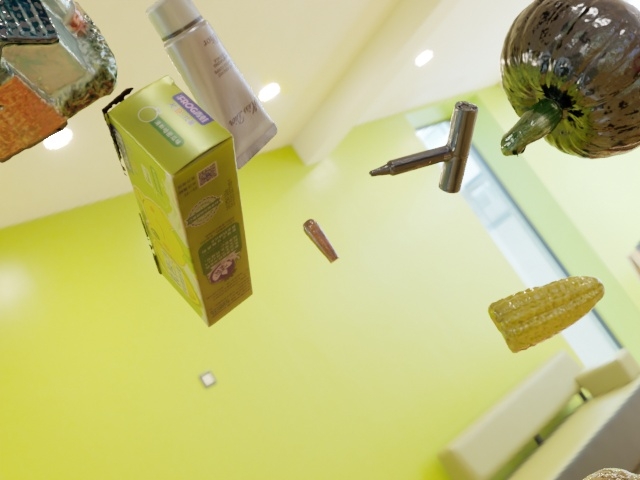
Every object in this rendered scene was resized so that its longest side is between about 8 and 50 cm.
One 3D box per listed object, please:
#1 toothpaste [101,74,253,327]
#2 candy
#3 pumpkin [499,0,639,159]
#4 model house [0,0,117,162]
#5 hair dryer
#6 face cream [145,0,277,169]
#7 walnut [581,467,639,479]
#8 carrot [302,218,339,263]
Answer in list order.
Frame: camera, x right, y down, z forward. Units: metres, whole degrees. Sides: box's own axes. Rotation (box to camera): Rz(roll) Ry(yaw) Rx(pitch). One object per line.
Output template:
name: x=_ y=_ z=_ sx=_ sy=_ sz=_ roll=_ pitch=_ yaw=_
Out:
toothpaste: x=-0.146 y=-0.028 z=0.810 sx=0.077 sy=0.110 sz=0.327 roll=-39 pitch=-24 yaw=-22
candy: x=0.396 y=0.117 z=1.251 sx=0.199 sy=0.094 sz=0.106 roll=-23 pitch=-23 yaw=3
pumpkin: x=0.340 y=-0.202 z=0.987 sx=0.248 sy=0.248 sz=0.248 roll=-32 pitch=-11 yaw=-7
model house: x=-0.424 y=-0.254 z=0.922 sx=0.253 sy=0.184 sz=0.291 roll=-29 pitch=-12 yaw=-4
hair dryer: x=0.185 y=-0.164 z=1.321 sx=0.195 sy=0.050 sz=0.173 roll=-6 pitch=-56 yaw=-20
face cream: x=-0.193 y=-0.289 z=1.293 sx=0.089 sy=0.314 sz=0.143 roll=-9 pitch=32 yaw=40
walnut: x=0.390 y=0.412 z=0.932 sx=0.198 sy=0.198 sz=0.245 roll=-12 pitch=-66 yaw=-61
carrot: x=0.000 y=0.000 z=1.334 sx=0.032 sy=0.093 sz=0.032 roll=-34 pitch=-10 yaw=-7
